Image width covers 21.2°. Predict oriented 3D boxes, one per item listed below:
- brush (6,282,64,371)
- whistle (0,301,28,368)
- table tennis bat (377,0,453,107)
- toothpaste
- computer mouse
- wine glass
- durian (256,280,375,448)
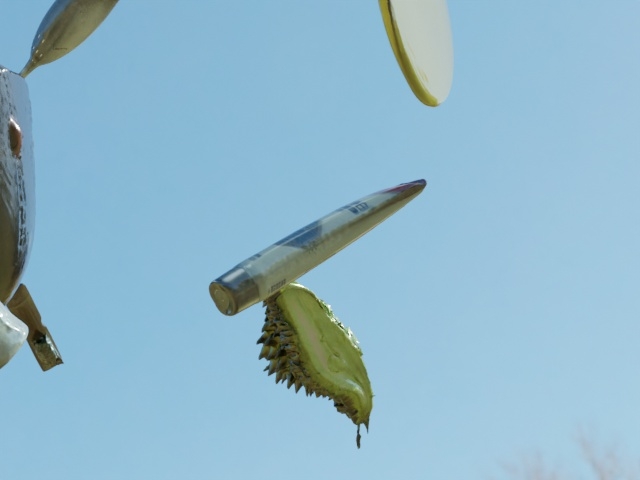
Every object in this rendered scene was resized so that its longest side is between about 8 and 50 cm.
[{"bbox_3d":[-0.367,0.119,2.210,0.034,0.027,0.190,-32,-34,-13],"label":"brush"},{"bbox_3d":[-0.341,-0.037,1.175,0.346,0.134,0.142,49,-19,-17],"label":"whistle"},{"bbox_3d":[0.079,-0.297,1.868,0.054,0.224,0.368,-10,-37,19],"label":"table tennis bat"},{"bbox_3d":[0.000,0.000,1.536,0.239,0.039,0.062,-31,10,-34],"label":"toothpaste"},{"bbox_3d":[-0.334,-0.031,1.722,0.087,0.295,0.168,17,15,13],"label":"computer mouse"},{"bbox_3d":[-0.309,-0.225,1.950,0.198,0.066,0.066,-48,-34,5],"label":"wine glass"},{"bbox_3d":[-0.010,0.158,2.392,0.132,0.106,0.375,-43,-45,-11],"label":"durian"}]
